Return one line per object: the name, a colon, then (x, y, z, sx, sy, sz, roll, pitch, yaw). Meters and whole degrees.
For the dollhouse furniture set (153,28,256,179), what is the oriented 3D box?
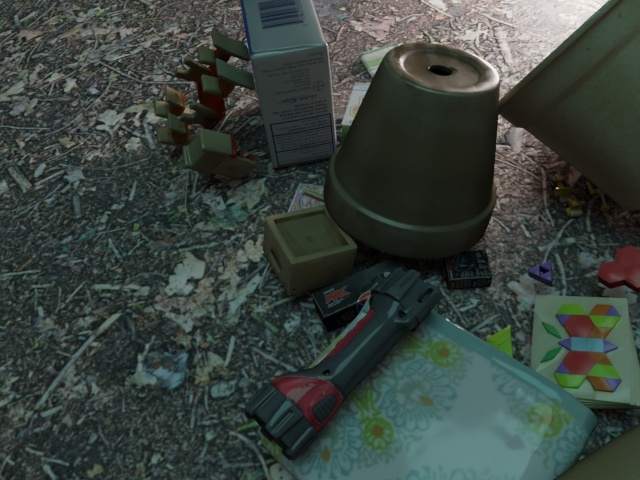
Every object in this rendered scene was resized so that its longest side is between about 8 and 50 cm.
dollhouse furniture set: (-0.233, -0.269, 1.212, 0.135, 0.262, 0.259, 9, 60, -42)

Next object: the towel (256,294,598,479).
towel: (0.132, 0.263, 0.782, 0.374, 0.090, 0.320, 30, 66, 35)

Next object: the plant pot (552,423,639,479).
plant pot: (0.360, 0.318, 0.592, 0.274, 0.256, 0.256, -12, 50, -6)

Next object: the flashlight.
flashlight: (0.034, 0.159, 0.782, 0.103, 0.103, 0.304, 42, 67, 11)

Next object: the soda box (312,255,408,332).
soda box: (0.074, 0.093, 0.971, 0.169, 0.053, 0.060, -24, 52, -10)

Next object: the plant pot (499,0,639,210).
plant pot: (0.524, -0.234, 0.966, 0.334, 0.334, 0.305, -42, 87, -23)

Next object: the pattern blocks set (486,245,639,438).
pattern blocks set: (0.397, 0.161, 0.839, 0.286, 0.026, 0.324, -13, 50, 17)

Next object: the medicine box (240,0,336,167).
medicine box: (-0.067, -0.354, 1.203, 0.149, 0.289, 0.263, -11, 50, -3)

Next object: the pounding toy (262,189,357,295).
pounding toy: (0.001, -0.007, 1.045, 0.206, 0.094, 0.181, -13, 46, -23)

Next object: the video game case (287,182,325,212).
video game case: (0.003, -0.078, 1.148, 0.122, 0.011, 0.087, 9, 53, 15)

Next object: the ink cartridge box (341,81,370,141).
ink cartridge box: (0.111, -0.265, 1.252, 0.109, 0.062, 0.209, 8, 53, 13)

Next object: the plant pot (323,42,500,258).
plant pot: (0.177, -0.175, 0.981, 0.323, 0.280, 0.323, 4, 43, -4)

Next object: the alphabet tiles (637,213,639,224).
alphabet tiles: (0.726, -0.092, 1.047, 0.278, 0.021, 0.284, 34, 62, 30)

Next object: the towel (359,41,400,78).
towel: (0.174, -0.441, 1.416, 0.113, 0.023, 0.152, -19, 53, -4)

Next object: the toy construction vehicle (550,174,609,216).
toy construction vehicle: (0.498, -0.092, 1.071, 0.086, 0.035, 0.098, -4, 51, 5)

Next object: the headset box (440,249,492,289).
headset box: (0.256, 0.052, 0.991, 0.083, 0.032, 0.062, -6, 50, 5)
